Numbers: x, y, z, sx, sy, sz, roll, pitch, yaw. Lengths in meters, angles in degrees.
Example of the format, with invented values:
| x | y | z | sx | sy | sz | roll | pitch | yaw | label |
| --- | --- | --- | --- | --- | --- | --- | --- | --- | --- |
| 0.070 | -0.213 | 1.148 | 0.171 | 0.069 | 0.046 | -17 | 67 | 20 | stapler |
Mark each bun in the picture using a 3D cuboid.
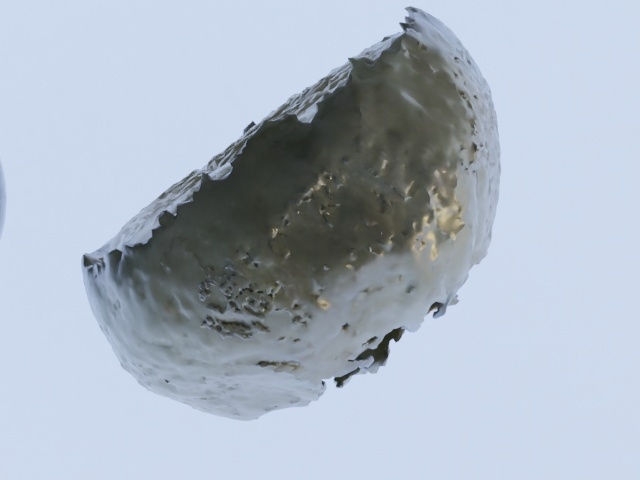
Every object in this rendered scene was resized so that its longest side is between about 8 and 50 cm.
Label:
| x | y | z | sx | sy | sz | roll | pitch | yaw | label |
| --- | --- | --- | --- | --- | --- | --- | --- | --- | --- |
| 0.000 | 0.000 | 0.963 | 0.259 | 0.259 | 0.152 | -37 | -83 | -12 | bun |

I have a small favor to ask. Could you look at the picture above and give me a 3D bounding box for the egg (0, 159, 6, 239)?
| x | y | z | sx | sy | sz | roll | pitch | yaw | label |
| --- | --- | --- | --- | --- | --- | --- | --- | --- | --- |
| -0.247 | -0.007 | 0.913 | 0.181 | 0.141 | 0.141 | -40 | -116 | 1 | egg |
